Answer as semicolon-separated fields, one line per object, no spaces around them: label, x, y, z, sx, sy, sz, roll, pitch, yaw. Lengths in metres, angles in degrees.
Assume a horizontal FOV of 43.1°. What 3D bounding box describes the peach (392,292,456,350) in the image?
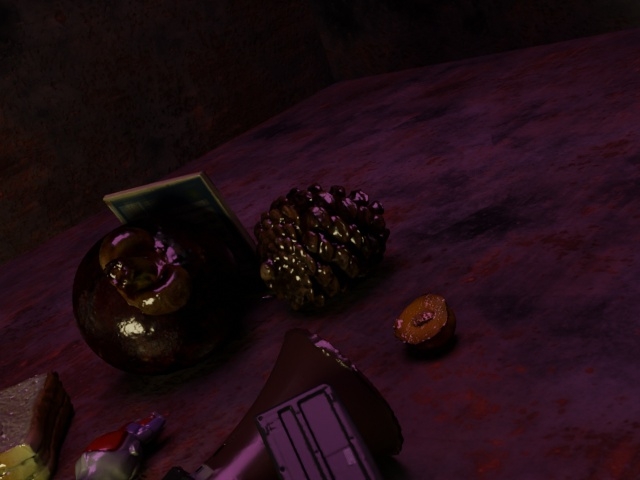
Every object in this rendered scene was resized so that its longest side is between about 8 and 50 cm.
peach;0.158;0.130;1.193;0.098;0.061;0.098;-31;31;21

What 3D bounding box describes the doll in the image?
doll;-0.293;0.306;1.154;0.102;0.075;0.227;-30;6;17

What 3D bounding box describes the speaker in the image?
speaker;-0.105;0.257;0.955;0.329;0.198;0.259;-36;36;-17

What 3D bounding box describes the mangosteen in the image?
mangosteen;-0.288;0.084;1.419;0.297;0.293;0.297;-13;34;9

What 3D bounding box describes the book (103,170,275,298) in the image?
book;-0.235;0.008;1.546;0.228;0.322;0.018;-10;42;26

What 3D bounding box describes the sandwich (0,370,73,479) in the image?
sandwich;-0.550;0.342;1.295;0.273;0.095;0.249;-21;23;-3

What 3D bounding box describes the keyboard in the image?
keyboard;0.000;0.227;0.820;0.103;0.041;0.381;-25;62;-6

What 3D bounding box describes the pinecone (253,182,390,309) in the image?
pinecone;0.000;0.000;1.474;0.272;0.224;0.224;-26;20;-28
